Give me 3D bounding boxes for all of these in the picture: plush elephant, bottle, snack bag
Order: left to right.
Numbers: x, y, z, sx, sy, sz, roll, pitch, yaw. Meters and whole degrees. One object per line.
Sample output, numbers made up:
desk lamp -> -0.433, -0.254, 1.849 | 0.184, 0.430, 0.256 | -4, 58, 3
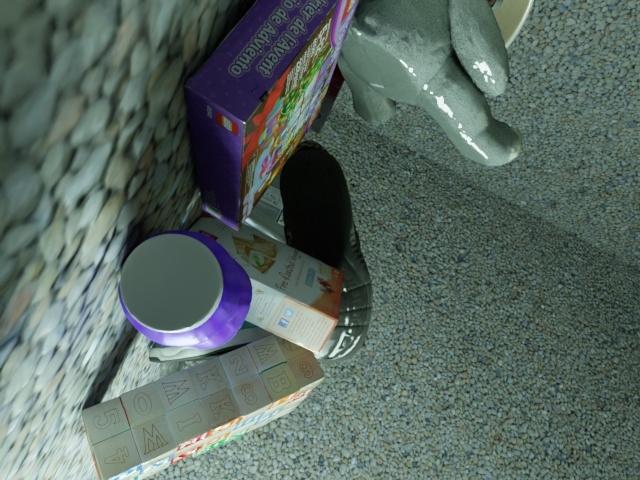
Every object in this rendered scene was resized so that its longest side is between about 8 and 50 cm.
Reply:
bottle -> -0.122, 0.047, 0.471 | 0.092, 0.118, 0.283 | -64, -174, -11
snack bag -> -0.062, 0.009, 1.191 | 0.037, 0.323, 0.342 | -54, -174, 4
plush elephant -> 0.140, -0.301, 0.627 | 0.272, 0.330, 0.255 | 32, -96, 45

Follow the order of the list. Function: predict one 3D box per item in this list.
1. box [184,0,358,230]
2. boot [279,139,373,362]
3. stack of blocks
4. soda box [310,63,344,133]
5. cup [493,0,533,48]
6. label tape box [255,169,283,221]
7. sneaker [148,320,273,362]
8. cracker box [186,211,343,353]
box -> -0.050, -0.140, 0.531 | 0.201, 0.057, 0.293 | -58, -179, -17
boot -> 0.000, 0.000, 0.939 | 0.284, 0.138, 0.377 | -100, 179, -70
stack of blocks -> -0.160, 0.235, 0.706 | 0.297, 0.087, 0.171 | -17, 155, -30
soda box -> 0.000, -0.324, 1.069 | 0.263, 0.083, 0.092 | 133, -18, -75
cup -> 0.169, -0.459, 0.889 | 0.331, 0.331, 0.237 | 121, -32, -43
label tape box -> -0.200, -0.032, 1.539 | 0.241, 0.106, 0.334 | -59, -173, 47
sneaker -> -0.199, 0.110, 0.864 | 0.295, 0.123, 0.178 | -20, -111, 38
cracker box -> -0.085, 0.050, 0.724 | 0.067, 0.232, 0.156 | -63, -175, 20
